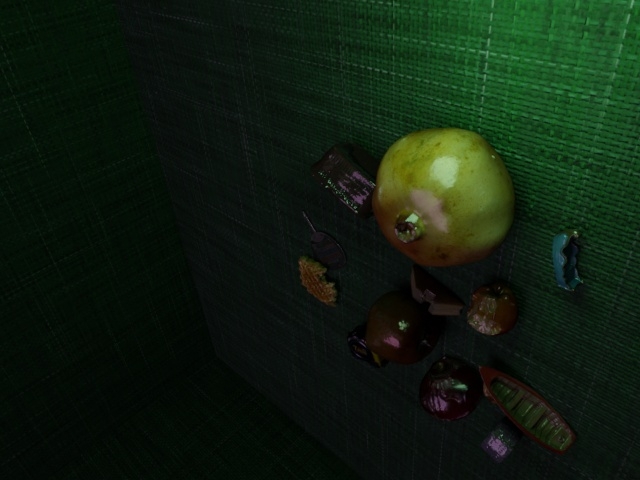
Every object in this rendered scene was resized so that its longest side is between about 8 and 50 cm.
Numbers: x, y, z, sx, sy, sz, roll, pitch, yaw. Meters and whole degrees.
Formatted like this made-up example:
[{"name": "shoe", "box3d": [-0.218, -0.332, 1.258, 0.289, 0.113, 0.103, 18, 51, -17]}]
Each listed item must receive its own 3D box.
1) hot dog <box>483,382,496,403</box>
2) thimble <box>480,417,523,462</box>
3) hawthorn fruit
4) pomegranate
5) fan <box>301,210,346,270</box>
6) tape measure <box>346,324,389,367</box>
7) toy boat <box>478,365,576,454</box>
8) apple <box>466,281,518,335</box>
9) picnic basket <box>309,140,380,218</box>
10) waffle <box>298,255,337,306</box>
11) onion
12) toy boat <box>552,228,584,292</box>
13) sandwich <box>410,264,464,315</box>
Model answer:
[{"name": "hot dog", "box3d": [0.642, 0.561, 1.976, 0.078, 0.061, 0.168, 19, 132, 42]}, {"name": "thimble", "box3d": [0.689, 0.762, 2.012, 0.098, 0.150, 0.150, 41, 144, 23]}, {"name": "hawthorn fruit", "box3d": [0.327, 0.348, 2.020, 0.301, 0.268, 0.267, 26, 137, 38]}, {"name": "pomegranate", "box3d": [0.339, -0.116, 1.493, 0.417, 0.417, 0.416, 32, 140, 32]}, {"name": "fan", "box3d": [0.001, 0.026, 2.382, 0.294, 0.012, 0.223, 43, 147, 20]}, {"name": "tape measure", "box3d": [0.217, 0.472, 2.402, 0.199, 0.112, 0.186, 12, 134, 40]}, {"name": "toy boat", "box3d": [0.711, 0.583, 1.863, 0.392, 0.136, 0.079, 41, 176, 14]}, {"name": "apple", "box3d": [0.565, 0.218, 1.711, 0.156, 0.147, 0.158, -109, 28, -45]}, {"name": "picnic basket", "box3d": [0.123, -0.227, 1.847, 0.297, 0.222, 0.129, 44, 128, 17]}, {"name": "waffle", "box3d": [-0.013, 0.199, 2.503, 0.261, 0.056, 0.250, 30, 141, 33]}, {"name": "onion", "box3d": [0.511, 0.601, 2.057, 0.206, 0.207, 0.216, 3, 126, 55]}, {"name": "toy boat", "box3d": [0.693, 0.051, 1.458, 0.077, 0.075, 0.185, 8, 120, 52]}, {"name": "sandwich", "box3d": [0.405, 0.202, 1.944, 0.244, 0.088, 0.090, 39, 147, 23]}]
